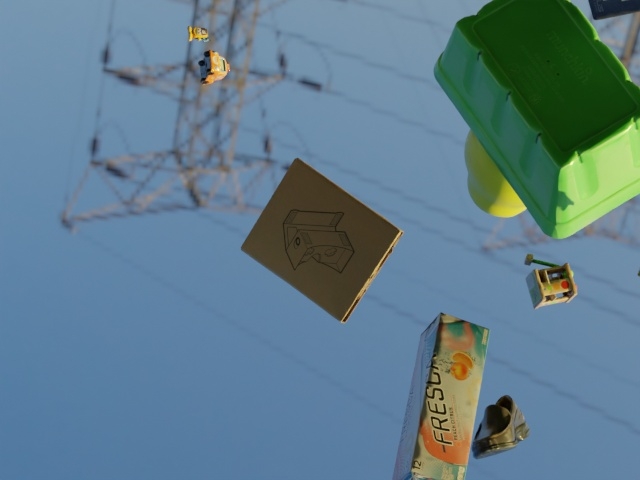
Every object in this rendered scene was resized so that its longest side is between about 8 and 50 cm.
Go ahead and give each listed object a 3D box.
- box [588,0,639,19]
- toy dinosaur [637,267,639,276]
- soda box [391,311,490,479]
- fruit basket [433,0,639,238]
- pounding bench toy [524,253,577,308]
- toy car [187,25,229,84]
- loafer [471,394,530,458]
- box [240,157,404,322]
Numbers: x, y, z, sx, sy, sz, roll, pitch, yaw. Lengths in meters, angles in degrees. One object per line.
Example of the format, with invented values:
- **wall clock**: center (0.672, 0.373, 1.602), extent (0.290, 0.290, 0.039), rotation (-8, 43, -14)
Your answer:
- **box**: center (0.498, -0.384, 2.004), extent (0.183, 0.059, 0.232), rotation (-8, -160, 33)
- **toy dinosaur**: center (0.543, 0.044, 1.955), extent (0.211, 0.064, 0.112), rotation (-17, 153, 37)
- **soda box**: center (0.121, 0.169, 1.429), extent (0.058, 0.063, 0.183), rotation (19, -122, -9)
- **fruit basket**: center (0.348, -0.179, 2.202), extent (0.283, 0.392, 0.392), rotation (-31, -148, -2)
- **pounding bench toy**: center (0.359, 0.056, 2.219), extent (0.065, 0.083, 0.052), rotation (-11, 164, -10)
- **toy car**: center (-0.157, -0.276, 2.034), extent (0.040, 0.060, 0.122), rotation (-1, -125, -20)
- **loafer**: center (0.231, 0.248, 1.882), extent (0.062, 0.061, 0.170), rotation (-19, 177, 18)
- **box**: center (0.000, 0.000, 2.087), extent (0.201, 0.164, 0.021), rotation (36, -170, 20)
